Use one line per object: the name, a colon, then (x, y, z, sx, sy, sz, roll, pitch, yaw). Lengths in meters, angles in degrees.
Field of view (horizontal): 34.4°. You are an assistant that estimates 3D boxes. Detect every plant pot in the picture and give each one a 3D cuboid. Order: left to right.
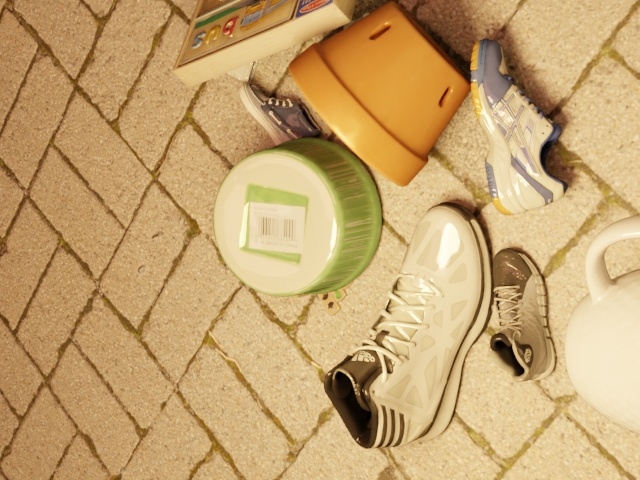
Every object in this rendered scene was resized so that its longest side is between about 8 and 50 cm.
plant pot: (0.119, -0.263, 1.756, 0.203, 0.291, 0.291, -43, 68, 14)

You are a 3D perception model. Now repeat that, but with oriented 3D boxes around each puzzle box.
puzzle box: (-0.089, -0.454, 1.927, 0.409, 0.052, 0.272, -14, 50, 38)

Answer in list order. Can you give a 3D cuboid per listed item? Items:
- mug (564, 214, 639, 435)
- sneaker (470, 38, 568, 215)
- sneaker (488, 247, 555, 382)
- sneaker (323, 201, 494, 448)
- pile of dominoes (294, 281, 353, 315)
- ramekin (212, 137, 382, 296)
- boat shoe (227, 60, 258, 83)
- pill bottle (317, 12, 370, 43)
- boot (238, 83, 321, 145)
mug: (0.507, 0.121, 1.443, 0.328, 0.276, 0.374, -2, 126, 47)
sneaker: (0.329, -0.195, 1.706, 0.131, 0.112, 0.296, -12, 88, 21)
sneaker: (0.318, 0.126, 1.711, 0.086, 0.132, 0.228, -20, 82, 38)
sneaker: (0.149, 0.159, 1.766, 0.169, 0.257, 0.447, 18, 105, 35)
pile of dominoes: (0.000, 0.000, 2.005, 0.196, 0.040, 0.251, 39, 117, 29)
ramekin: (-0.052, -0.038, 1.925, 0.303, 0.148, 0.303, 4, 99, 26)
boat shoe: (-0.124, -0.397, 2.052, 0.063, 0.066, 0.184, 32, 105, 4)
pill bottle: (0.050, -0.356, 1.905, 0.137, 0.078, 0.078, -29, 77, 37)
boot: (-0.077, -0.255, 2.030, 0.086, 0.069, 0.190, -44, 76, 25)
